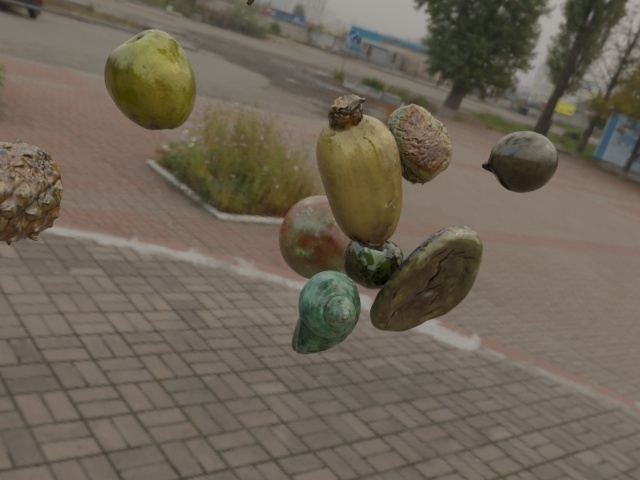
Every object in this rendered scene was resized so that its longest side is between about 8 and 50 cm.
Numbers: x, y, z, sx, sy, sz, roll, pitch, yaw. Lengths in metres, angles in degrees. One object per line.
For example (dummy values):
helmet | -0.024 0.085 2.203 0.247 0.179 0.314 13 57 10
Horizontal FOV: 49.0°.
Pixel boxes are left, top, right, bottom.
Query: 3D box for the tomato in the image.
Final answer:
tomato | 0.000 0.000 2.177 0.270 0.270 0.222 20 23 9

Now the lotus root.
lotus root | 0.073 -0.119 1.263 0.146 0.303 0.131 -12 29 3

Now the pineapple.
pineapple | -0.486 -0.066 0.930 0.158 0.157 0.279 25 14 22

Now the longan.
longan | 0.305 -0.119 1.075 0.113 0.092 0.113 -4 -12 -1

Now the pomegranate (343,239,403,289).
pomegranate | 0.125 0.048 1.591 0.138 0.125 0.163 15 -1 24

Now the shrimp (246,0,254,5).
shrimp | -0.076 -0.533 1.398 0.143 0.052 0.251 42 -30 -10

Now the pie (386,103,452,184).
pie | 0.231 -0.228 1.649 0.193 0.163 0.079 48 -18 -20

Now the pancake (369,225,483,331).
pancake | 0.236 0.090 1.497 0.294 0.294 0.049 3 36 -42

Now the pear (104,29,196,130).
pear | -0.279 -0.259 1.159 0.149 0.162 0.149 -13 25 6

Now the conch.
conch | 0.010 0.148 1.399 0.122 0.176 0.188 36 -16 15
